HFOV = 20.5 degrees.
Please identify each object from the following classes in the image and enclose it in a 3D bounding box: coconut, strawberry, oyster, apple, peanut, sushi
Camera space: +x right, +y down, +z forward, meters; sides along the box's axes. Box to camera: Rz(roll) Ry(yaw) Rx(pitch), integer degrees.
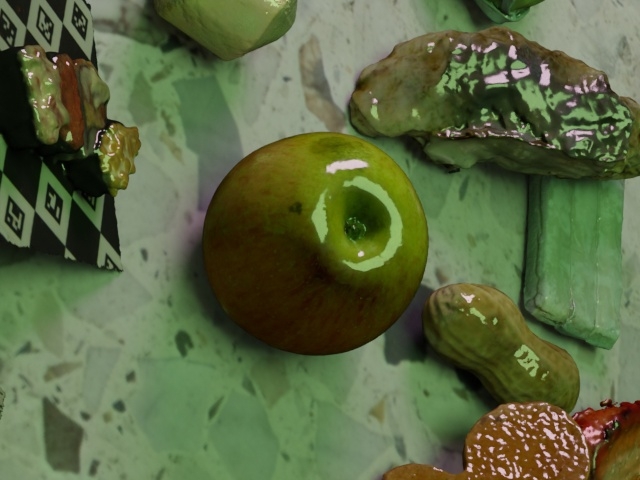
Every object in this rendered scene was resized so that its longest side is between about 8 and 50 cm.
[{"bbox_3d":[-0.075,-0.220,1.561,0.122,0.116,0.116,29,59,-25],"label":"coconut"},{"bbox_3d":[0.283,0.214,1.710,0.188,0.082,0.121,-14,103,-49],"label":"strawberry"},{"bbox_3d":[0.203,-0.127,1.714,0.341,0.110,0.166,21,63,-10],"label":"oyster"},{"bbox_3d":[0.000,0.000,1.499,0.196,0.196,0.196,13,67,-33],"label":"apple"},{"bbox_3d":[0.173,0.103,1.658,0.193,0.089,0.089,42,54,-24],"label":"peanut"},{"bbox_3d":[-0.210,-0.117,1.363,0.290,0.050,0.264,26,54,-67],"label":"sushi"}]

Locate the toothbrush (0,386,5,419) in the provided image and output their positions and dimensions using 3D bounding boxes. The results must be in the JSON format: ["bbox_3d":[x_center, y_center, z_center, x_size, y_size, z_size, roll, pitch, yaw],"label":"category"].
[{"bbox_3d":[-0.281,0.231,1.301,0.028,0.026,0.294,38,53,-39],"label":"toothbrush"}]

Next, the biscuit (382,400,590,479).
[{"bbox_3d":[0.135,0.272,1.527,0.205,0.049,0.324,20,57,17],"label":"biscuit"}]

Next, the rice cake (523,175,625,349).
[{"bbox_3d":[0.258,-0.002,1.782,0.124,0.038,0.211,26,60,-28],"label":"rice cake"}]

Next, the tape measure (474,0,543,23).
[{"bbox_3d":[0.183,-0.327,1.800,0.175,0.106,0.200,41,55,-36],"label":"tape measure"}]
